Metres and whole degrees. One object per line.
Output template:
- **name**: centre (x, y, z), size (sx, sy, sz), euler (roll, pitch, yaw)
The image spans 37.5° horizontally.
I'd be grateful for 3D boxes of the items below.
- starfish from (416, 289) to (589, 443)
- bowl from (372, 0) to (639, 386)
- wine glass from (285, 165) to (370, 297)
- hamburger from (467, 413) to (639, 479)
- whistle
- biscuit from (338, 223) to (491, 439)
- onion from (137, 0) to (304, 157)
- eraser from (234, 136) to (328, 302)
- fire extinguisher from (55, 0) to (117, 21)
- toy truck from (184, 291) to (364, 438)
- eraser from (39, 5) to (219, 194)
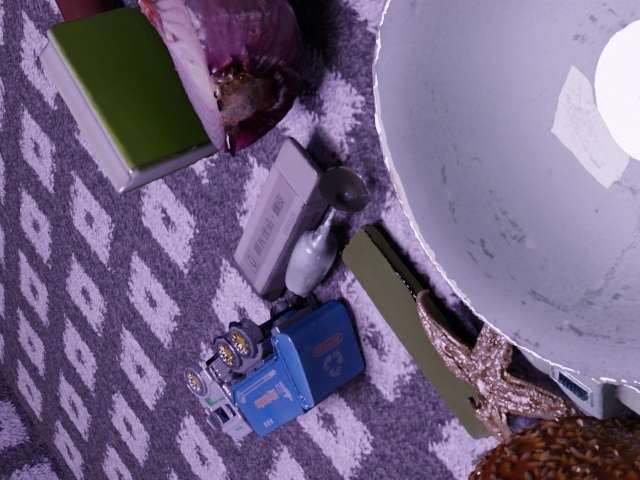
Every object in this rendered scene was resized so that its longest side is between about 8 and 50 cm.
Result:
- **starfish**: centre (0.211, 0.145, 1.134), size (0.138, 0.050, 0.247), euler (-42, 77, 36)
- **bowl**: centre (0.262, -0.110, 0.811), size (0.435, 0.196, 0.435), euler (31, 132, 41)
- **wine glass**: centre (0.000, 0.000, 1.339), size (0.074, 0.074, 0.262), euler (53, 149, 18)
- **hamburger**: centre (0.276, 0.317, 0.984), size (0.291, 0.291, 0.225), euler (14, 126, 49)
- **whistle**: centre (0.292, 0.124, 0.993), size (0.106, 0.102, 0.253), euler (-55, 47, 5)
- **biscuit**: centre (0.138, 0.118, 1.255), size (0.322, 0.038, 0.099), euler (53, 147, 17)
- **onion**: centre (-0.131, -0.293, 1.276), size (0.267, 0.159, 0.348), euler (84, 159, -44)
- **eraser**: centre (-0.059, -0.021, 1.419), size (0.089, 0.061, 0.352), euler (52, 142, 20)
- **fire extinguisher**: centre (-0.400, -0.412, 1.625), size (0.105, 0.105, 0.269), euler (-32, 83, 56)
- **toy truck**: centre (-0.080, 0.202, 1.505), size (0.175, 0.146, 0.367), euler (58, 145, 5)
- **eraser**: centre (-0.283, -0.227, 1.472), size (0.274, 0.210, 0.092), euler (56, 143, 11)
